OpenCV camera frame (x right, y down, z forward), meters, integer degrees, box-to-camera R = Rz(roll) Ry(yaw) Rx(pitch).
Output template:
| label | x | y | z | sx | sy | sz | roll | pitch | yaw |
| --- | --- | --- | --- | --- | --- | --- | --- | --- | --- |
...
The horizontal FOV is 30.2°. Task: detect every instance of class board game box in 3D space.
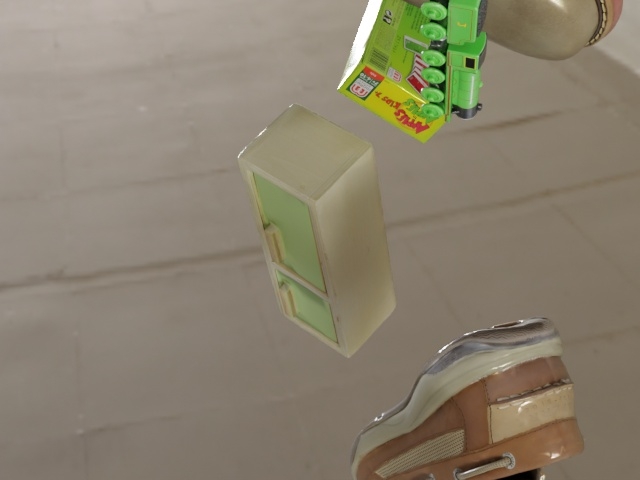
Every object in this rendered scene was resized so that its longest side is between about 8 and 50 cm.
| label | x | y | z | sx | sy | sz | roll | pitch | yaw |
| --- | --- | --- | --- | --- | --- | --- | --- | --- | --- |
| board game box | 0.084 | -0.182 | 1.064 | 0.092 | 0.043 | 0.181 | 30 | -130 | -14 |

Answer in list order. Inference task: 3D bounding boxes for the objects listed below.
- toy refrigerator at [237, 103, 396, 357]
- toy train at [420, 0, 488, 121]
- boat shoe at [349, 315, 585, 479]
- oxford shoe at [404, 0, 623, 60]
| label | x | y | z | sx | sy | sz | roll | pitch | yaw |
| --- | --- | --- | --- | --- | --- | --- | --- | --- | --- |
| toy refrigerator | 0.000 | 0.000 | 1.199 | 0.102 | 0.269 | 0.094 | 31 | -116 | 28 |
| toy train | 0.050 | -0.069 | 0.438 | 0.023 | 0.083 | 0.017 | 13 | -113 | 11 |
| boat shoe | 0.107 | 0.174 | 0.914 | 0.123 | 0.324 | 0.116 | -15 | -113 | -18 |
| oxford shoe | -0.007 | -0.172 | 0.657 | 0.348 | 0.123 | 0.130 | 28 | -111 | 9 |
